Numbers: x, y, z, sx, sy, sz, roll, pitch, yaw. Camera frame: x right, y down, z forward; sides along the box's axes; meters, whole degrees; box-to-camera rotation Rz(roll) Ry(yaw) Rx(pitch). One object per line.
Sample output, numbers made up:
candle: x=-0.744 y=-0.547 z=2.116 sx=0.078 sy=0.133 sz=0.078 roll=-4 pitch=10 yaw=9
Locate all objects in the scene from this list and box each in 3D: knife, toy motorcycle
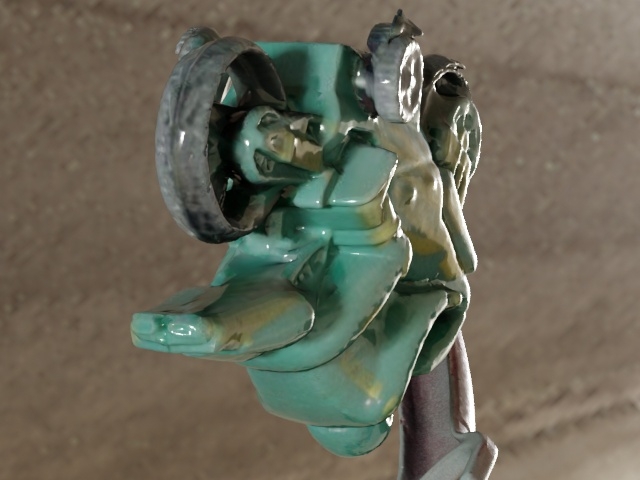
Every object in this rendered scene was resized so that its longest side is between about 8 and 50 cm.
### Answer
knife: x=0.048 y=0.091 z=1.023 sx=0.123 sy=0.053 sz=0.278 roll=-44 pitch=-162 yaw=22
toy motorcycle: x=-0.001 y=0.000 z=0.875 sx=0.296 sy=0.109 sz=0.198 roll=7 pitch=87 yaw=-64
